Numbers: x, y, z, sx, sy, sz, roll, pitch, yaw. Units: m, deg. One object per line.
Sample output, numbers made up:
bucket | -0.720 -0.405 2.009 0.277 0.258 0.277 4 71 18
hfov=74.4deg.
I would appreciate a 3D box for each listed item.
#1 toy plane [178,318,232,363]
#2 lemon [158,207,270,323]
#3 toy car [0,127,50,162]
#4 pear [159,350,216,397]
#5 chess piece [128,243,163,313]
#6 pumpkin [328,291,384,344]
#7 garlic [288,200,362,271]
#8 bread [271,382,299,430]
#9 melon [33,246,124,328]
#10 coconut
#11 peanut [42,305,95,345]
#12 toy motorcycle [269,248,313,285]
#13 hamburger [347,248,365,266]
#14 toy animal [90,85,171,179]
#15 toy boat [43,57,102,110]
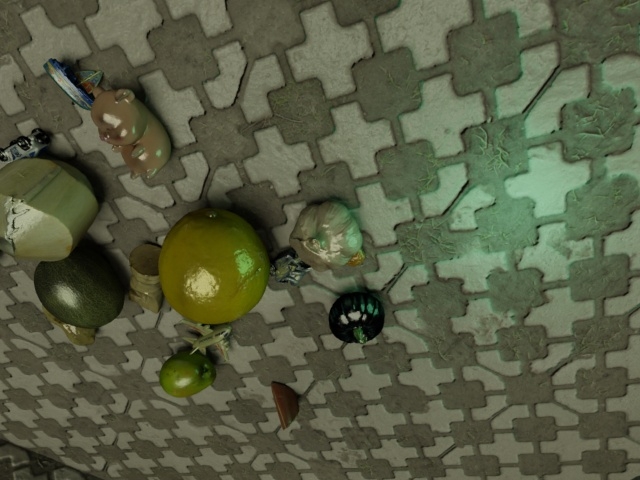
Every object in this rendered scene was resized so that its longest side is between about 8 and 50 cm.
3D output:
toy plane | -0.410 0.362 1.581 0.256 0.104 0.242 -34 108 27
lemon | -0.312 0.075 1.249 0.347 0.348 0.348 5 123 8
toy car | -0.889 -0.280 1.273 0.170 0.080 0.070 -16 120 19
pear | -0.517 0.524 1.656 0.219 0.187 0.188 -4 122 26
chess piece | -0.608 0.155 1.490 0.137 0.137 0.301 22 134 -4
pumpkin | 0.118 0.256 1.395 0.194 0.150 0.194 2 101 9
garlic | 0.000 0.000 1.200 0.218 0.212 0.219 4 105 15
bread | -0.134 0.668 1.721 0.119 0.193 0.067 17 128 -47
melon | -0.822 0.168 1.453 0.237 0.238 0.302 -19 117 21
coconut | -0.845 -0.084 1.253 0.322 0.323 0.323 5 123 8
peanut | -0.985 0.311 1.652 0.125 0.111 0.275 -10 120 22
toy motorcycle | -0.095 0.094 1.375 0.193 0.061 0.124 -20 116 24
hamburger | 0.099 0.043 1.317 0.083 0.044 0.076 43 118 -13
toy animal | -0.511 -0.296 1.149 0.166 0.154 0.250 1 141 22
toy boat | -0.639 -0.427 1.140 0.110 0.091 0.175 -36 116 -1
